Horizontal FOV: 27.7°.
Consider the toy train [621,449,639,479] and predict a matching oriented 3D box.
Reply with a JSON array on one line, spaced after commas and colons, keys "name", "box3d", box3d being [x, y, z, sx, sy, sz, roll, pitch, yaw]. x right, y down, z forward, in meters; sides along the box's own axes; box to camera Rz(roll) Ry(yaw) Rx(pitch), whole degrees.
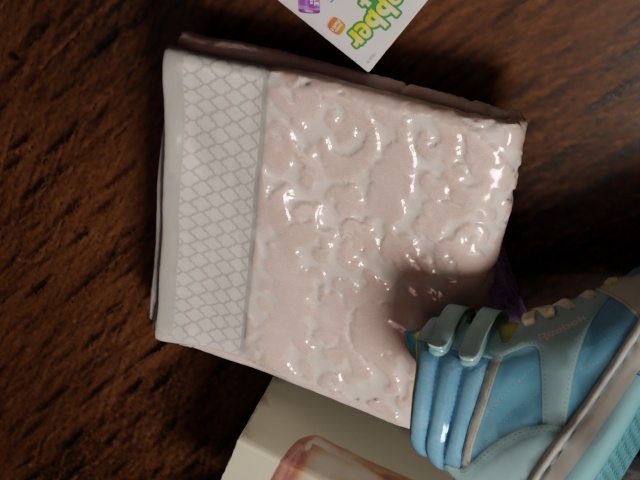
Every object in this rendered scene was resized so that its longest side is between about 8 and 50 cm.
[{"name": "toy train", "box3d": [0.375, 0.255, 1.106, 0.334, 0.190, 0.142, 13, 80, 12]}]

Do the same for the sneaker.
[{"name": "sneaker", "box3d": [0.190, 0.072, 1.062, 0.208, 0.319, 0.127, 28, 162, 30]}]

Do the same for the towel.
[{"name": "towel", "box3d": [0.000, 0.000, 1.151, 0.317, 0.053, 0.332, 16, 125, 12]}]

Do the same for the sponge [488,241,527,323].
[{"name": "sponge", "box3d": [0.108, 0.018, 1.169, 0.117, 0.031, 0.210, -11, 116, 26]}]

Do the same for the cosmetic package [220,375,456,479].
[{"name": "cosmetic package", "box3d": [0.049, 0.269, 1.283, 0.296, 0.129, 0.153, 25, 126, 4]}]

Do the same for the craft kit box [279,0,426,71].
[{"name": "craft kit box", "box3d": [0.017, -0.297, 0.999, 0.246, 0.061, 0.250, 36, 125, -7]}]
